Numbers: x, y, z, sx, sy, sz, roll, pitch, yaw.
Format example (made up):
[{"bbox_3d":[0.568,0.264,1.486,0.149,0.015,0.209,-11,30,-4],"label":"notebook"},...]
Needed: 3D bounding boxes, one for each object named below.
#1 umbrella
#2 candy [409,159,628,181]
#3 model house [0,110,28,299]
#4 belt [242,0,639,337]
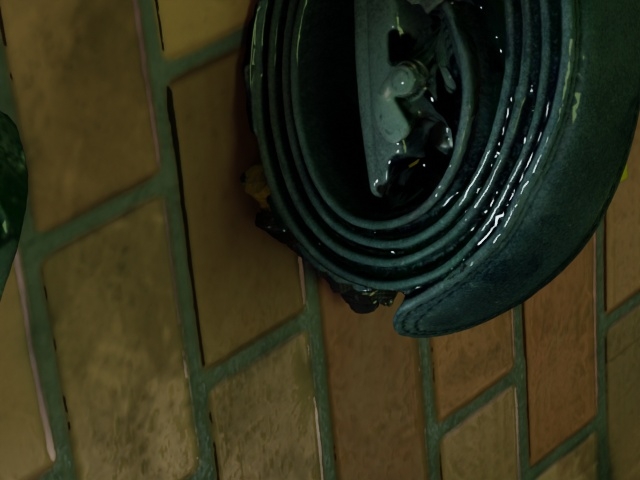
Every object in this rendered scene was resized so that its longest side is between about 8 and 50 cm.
[{"bbox_3d":[0.000,0.000,1.102,0.037,0.040,0.144,-55,139,-7],"label":"umbrella"},{"bbox_3d":[0.117,-0.150,1.146,0.146,0.088,0.276,-26,124,-45],"label":"candy"},{"bbox_3d":[-0.192,-0.013,0.649,0.149,0.119,0.148,35,63,-44],"label":"model house"},{"bbox_3d":[0.066,-0.081,1.010,0.116,0.206,0.267,-3,102,-51],"label":"belt"}]
